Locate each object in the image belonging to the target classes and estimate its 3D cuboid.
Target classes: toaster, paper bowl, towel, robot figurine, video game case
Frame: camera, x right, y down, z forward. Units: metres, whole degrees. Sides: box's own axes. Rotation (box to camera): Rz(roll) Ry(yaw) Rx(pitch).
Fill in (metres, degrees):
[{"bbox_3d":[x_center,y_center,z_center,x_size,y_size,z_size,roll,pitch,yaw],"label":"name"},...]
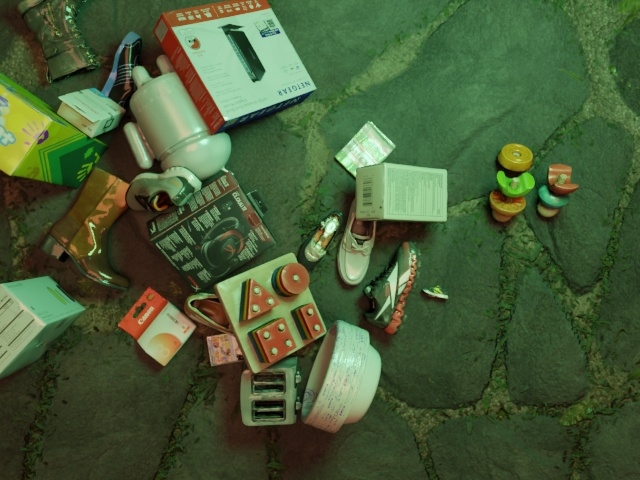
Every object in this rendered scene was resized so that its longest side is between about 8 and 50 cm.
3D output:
[{"bbox_3d":[-0.147,0.416,1.453,0.185,0.110,0.168,0,94,-5],"label":"toaster"},{"bbox_3d":[0.061,0.369,1.387,0.148,0.284,0.284,22,89,-5],"label":"paper bowl"},{"bbox_3d":[0.131,-0.259,1.517,0.113,0.023,0.152,44,87,-3],"label":"towel"},{"bbox_3d":[-0.370,-0.305,1.387,0.300,0.200,0.353,-28,93,-2],"label":"robot figurine"},{"bbox_3d":[-0.261,0.309,1.497,0.122,0.011,0.087,-9,92,-5],"label":"video game case"}]

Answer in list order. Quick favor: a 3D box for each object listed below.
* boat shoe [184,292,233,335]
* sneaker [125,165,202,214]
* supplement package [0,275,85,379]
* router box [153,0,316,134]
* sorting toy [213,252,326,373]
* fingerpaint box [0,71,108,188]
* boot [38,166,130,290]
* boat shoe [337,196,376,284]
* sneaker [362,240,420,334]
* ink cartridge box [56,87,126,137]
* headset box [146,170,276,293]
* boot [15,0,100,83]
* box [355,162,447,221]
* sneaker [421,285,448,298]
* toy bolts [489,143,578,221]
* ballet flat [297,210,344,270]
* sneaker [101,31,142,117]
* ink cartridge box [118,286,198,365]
[{"bbox_3d":[-0.231,0.219,1.446,0.302,0.103,0.113,13,77,-6],"label":"boat shoe"},{"bbox_3d":[-0.430,-0.116,1.345,0.100,0.271,0.108,50,48,-32],"label":"sneaker"},{"bbox_3d":[-0.769,0.219,1.330,0.145,0.262,0.204,43,87,-5],"label":"supplement package"},{"bbox_3d":[-0.214,-0.473,1.374,0.335,0.082,0.301,-33,94,-38],"label":"router box"},{"bbox_3d":[-0.115,0.185,1.405,0.257,0.089,0.255,-23,90,-35],"label":"sorting toy"},{"bbox_3d":[-0.809,-0.323,1.268,0.445,0.371,0.163,35,88,-5],"label":"fingerpaint box"},{"bbox_3d":[-0.587,-0.028,1.450,0.264,0.096,0.280,32,76,-3],"label":"boot"},{"bbox_3d":[0.112,-0.002,1.485,0.096,0.088,0.268,14,89,-5],"label":"boat shoe"},{"bbox_3d":[0.198,0.126,1.488,0.135,0.097,0.276,17,91,-7],"label":"sneaker"},{"bbox_3d":[-0.593,-0.327,1.332,0.104,0.180,0.060,36,112,-9],"label":"ink cartridge box"},{"bbox_3d":[-0.276,-0.028,1.397,0.293,0.110,0.218,-33,127,-3],"label":"headset box"},{"bbox_3d":[-0.675,-0.578,1.428,0.263,0.091,0.229,-28,98,0],"label":"boot"},{"bbox_3d":[0.223,-0.125,1.428,0.232,0.127,0.149,1,89,-34],"label":"box"},{"bbox_3d":[0.339,0.149,1.538,0.083,0.031,0.035,16,76,-9],"label":"sneaker"},{"bbox_3d":[0.610,-0.154,1.528,0.228,0.158,0.218,7,50,5],"label":"toy bolts"},{"bbox_3d":[0.000,0.000,1.486,0.074,0.074,0.203,36,88,-4],"label":"ballet flat"},{"bbox_3d":[-0.529,-0.453,1.438,0.090,0.081,0.232,23,96,-7],"label":"sneaker"},{"bbox_3d":[-0.460,0.242,1.465,0.179,0.045,0.145,39,87,-6],"label":"ink cartridge box"}]
